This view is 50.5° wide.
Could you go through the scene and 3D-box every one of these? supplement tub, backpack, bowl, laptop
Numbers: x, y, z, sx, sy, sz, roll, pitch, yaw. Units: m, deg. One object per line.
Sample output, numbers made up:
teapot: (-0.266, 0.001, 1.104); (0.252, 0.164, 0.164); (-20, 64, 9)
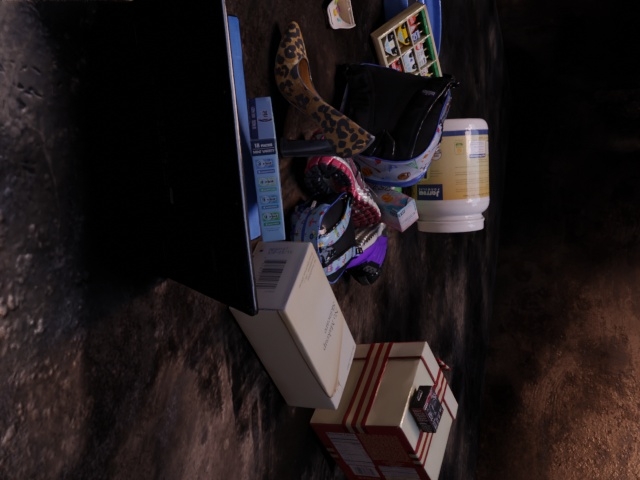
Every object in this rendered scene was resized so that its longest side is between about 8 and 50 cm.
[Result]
supplement tub: (0.374, -0.189, 1.974); (0.228, 0.228, 0.316); (-17, 106, -65)
backpack: (0.154, -0.250, 1.539); (0.213, 0.276, 0.263); (81, 25, -52)
bowl: (0.273, -0.685, 1.991); (0.391, 0.077, 0.391); (0, 90, -66)
backpack: (0.000, 0.000, 1.327); (0.173, 0.116, 0.158); (-50, 135, -56)
laptop: (-0.110, -0.144, 0.944); (0.236, 0.408, 0.382); (-13, 104, -31)

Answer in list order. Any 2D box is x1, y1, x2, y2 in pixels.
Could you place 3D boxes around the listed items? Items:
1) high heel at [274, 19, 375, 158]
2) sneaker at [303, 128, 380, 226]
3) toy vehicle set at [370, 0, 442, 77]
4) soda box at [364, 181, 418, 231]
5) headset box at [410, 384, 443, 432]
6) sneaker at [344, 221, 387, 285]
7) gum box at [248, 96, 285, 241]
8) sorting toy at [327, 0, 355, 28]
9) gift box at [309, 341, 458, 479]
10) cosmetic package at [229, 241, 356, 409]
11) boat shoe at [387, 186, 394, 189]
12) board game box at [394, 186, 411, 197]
high heel: (0.013, -0.283, 1.263); (0.093, 0.186, 0.261); (-16, 105, -65)
sneaker: (0.054, -0.120, 1.453); (0.299, 0.120, 0.112); (58, 27, -56)
toy vehicle set: (0.242, -0.493, 1.854); (0.166, 0.035, 0.267); (-38, 137, -11)
soda box: (0.137, -0.088, 1.559); (0.058, 0.183, 0.063); (-40, 135, -21)
headset box: (0.216, 0.339, 1.377); (0.083, 0.032, 0.062); (61, 40, -27)
sneaker: (0.096, 0.042, 1.569); (0.293, 0.102, 0.146); (-35, 123, -62)
gum box: (-0.088, -0.117, 1.106); (0.157, 0.041, 0.184); (-100, -176, -55)
sorting toy: (0.038, -0.506, 1.504); (0.075, 0.044, 0.083); (-50, 136, -45)
gift box: (0.150, 0.386, 1.525); (0.276, 0.255, 0.258); (65, 36, -35)
cosmetic package: (-0.041, 0.161, 1.247); (0.309, 0.113, 0.160); (65, 34, -42)
boat shoe: (0.169, -0.274, 1.773); (0.116, 0.099, 0.320); (163, -62, -77)
board game box: (0.229, -0.162, 1.961); (0.259, 0.030, 0.136); (-39, 128, -60)
